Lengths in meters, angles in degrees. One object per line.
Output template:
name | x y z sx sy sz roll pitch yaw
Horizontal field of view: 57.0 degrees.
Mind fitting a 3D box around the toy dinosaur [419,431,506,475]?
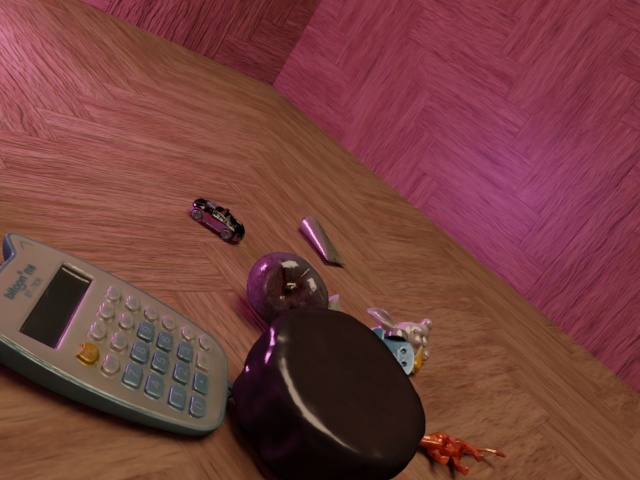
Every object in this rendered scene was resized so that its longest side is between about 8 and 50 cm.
toy dinosaur | 0.250 0.386 1.079 0.279 0.055 0.101 23 -2 -24

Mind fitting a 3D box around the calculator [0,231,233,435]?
calculator | -0.283 0.136 0.810 0.386 0.054 0.256 29 18 -18

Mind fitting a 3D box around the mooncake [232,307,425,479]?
mooncake | 0.012 0.239 0.876 0.283 0.141 0.283 25 33 -17

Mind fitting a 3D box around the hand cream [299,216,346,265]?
hand cream | 0.000 0.000 1.658 0.087 0.054 0.186 18 29 -51

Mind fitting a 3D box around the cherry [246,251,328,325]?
cherry | -0.066 0.100 1.143 0.176 0.140 0.176 40 -9 8

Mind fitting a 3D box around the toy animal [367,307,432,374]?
toy animal | 0.181 0.231 1.347 0.127 0.131 0.182 7 -9 36

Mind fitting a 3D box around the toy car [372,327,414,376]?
toy car | 0.103 0.247 1.174 0.161 0.098 0.126 5 45 2

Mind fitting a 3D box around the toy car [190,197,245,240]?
toy car | -0.235 -0.051 1.369 0.142 0.055 0.069 34 21 4

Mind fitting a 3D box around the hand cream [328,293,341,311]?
hand cream | 0.017 0.200 1.127 0.059 0.095 0.276 53 12 -29
